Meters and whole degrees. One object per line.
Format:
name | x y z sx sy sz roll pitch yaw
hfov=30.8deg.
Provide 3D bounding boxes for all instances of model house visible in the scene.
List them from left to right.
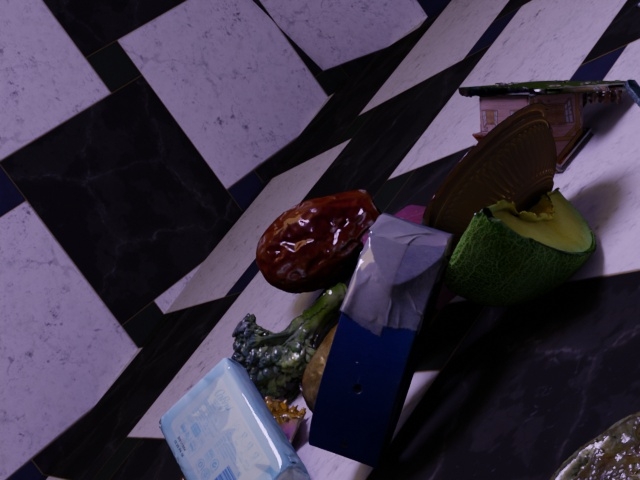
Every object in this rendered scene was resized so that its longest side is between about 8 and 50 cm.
model house | 0.392 -0.202 2.036 0.207 0.154 0.294 -6 9 -21

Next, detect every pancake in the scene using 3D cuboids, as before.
pancake | 0.289 0.254 1.126 0.253 0.037 0.253 -43 14 13

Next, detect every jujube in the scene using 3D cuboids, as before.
jujube | 0.000 0.000 2.519 0.290 0.197 0.197 -30 15 5

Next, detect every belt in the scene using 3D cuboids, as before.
belt | 0.083 0.139 1.632 0.212 0.117 0.347 15 -87 -79

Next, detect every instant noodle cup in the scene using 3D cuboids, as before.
instant noodle cup | 0.270 -0.073 1.711 0.274 0.091 0.274 -38 -21 -18

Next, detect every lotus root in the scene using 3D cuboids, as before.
lotus root | 0.070 0.177 1.864 0.260 0.128 0.145 -46 3 -3

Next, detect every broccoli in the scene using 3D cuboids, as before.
broccoli | -0.045 0.180 2.200 0.274 0.177 0.198 -37 7 -5

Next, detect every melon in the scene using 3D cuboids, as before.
melon | 0.279 0.035 1.619 0.265 0.129 0.169 -16 -35 -56

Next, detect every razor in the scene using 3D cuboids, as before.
razor | 0.502 -0.201 1.791 0.190 0.033 0.066 -92 15 -59

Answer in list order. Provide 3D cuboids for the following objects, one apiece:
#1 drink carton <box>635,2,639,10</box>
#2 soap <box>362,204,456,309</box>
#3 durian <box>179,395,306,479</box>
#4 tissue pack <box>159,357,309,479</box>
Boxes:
drink carton | 0.622 -0.368 1.730 0.194 0.132 0.324 -45 11 10
soap | 0.154 0.036 1.843 0.162 0.099 0.250 11 28 30
durian | -0.164 0.379 2.040 0.341 0.112 0.191 -46 14 9
tissue pack | -0.142 0.341 1.890 0.177 0.089 0.263 -44 45 7
